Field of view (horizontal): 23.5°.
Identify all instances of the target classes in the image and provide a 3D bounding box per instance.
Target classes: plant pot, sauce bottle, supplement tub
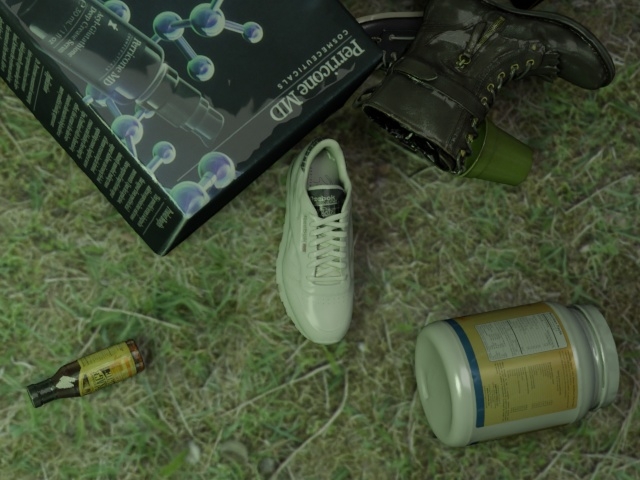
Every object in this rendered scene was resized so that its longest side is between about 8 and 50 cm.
[{"bbox_3d":[0.207,-0.101,1.825,0.079,0.083,0.083,19,75,-22],"label":"plant pot"},{"bbox_3d":[-0.257,0.149,1.682,0.128,0.042,0.042,-23,85,-14],"label":"sauce bottle"},{"bbox_3d":[0.220,0.147,1.737,0.200,0.144,0.144,-9,81,-15],"label":"supplement tub"}]

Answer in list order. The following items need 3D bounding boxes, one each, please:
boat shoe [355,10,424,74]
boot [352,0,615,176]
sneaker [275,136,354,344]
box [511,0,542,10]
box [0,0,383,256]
[{"bbox_3d":[0.088,-0.230,1.821,0.206,0.075,0.065,-12,80,-20],"label":"boat shoe"},{"bbox_3d":[0.188,-0.170,1.762,0.263,0.091,0.229,26,66,-1],"label":"boot"},{"bbox_3d":[0.000,0.000,1.744,0.090,0.095,0.235,-3,81,-15],"label":"sneaker"},{"bbox_3d":[0.239,-0.431,1.767,0.079,0.322,0.257,-37,89,-18],"label":"box"},{"bbox_3d":[-0.183,-0.234,1.688,0.293,0.212,0.395,-42,91,-18],"label":"box"}]
